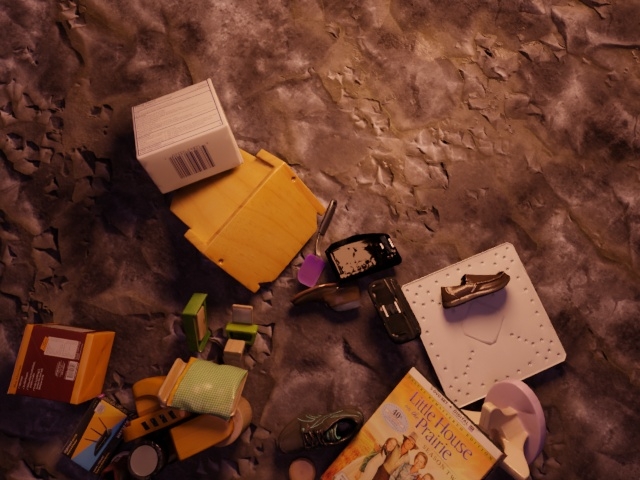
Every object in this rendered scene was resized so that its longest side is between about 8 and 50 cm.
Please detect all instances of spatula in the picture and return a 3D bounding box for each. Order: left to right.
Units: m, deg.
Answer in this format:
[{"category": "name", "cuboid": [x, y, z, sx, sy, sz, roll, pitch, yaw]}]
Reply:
[{"category": "spatula", "cuboid": [0.000, 0.000, 1.299, 0.084, 0.030, 0.297, 29, 71, -37]}]

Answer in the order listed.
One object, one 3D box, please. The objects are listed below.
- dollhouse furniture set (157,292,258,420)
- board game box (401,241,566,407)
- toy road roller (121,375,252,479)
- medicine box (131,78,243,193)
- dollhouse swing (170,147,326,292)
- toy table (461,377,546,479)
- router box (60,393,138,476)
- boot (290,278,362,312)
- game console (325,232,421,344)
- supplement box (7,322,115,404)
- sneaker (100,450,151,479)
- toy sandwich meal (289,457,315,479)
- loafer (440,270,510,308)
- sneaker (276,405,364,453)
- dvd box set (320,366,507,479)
[{"category": "dollhouse furniture set", "cuboid": [-0.293, 0.299, 1.100, 0.197, 0.302, 0.152, 6, 119, 2]}, {"category": "board game box", "cuboid": [0.494, 0.254, 1.262, 0.389, 0.050, 0.390, -22, 81, -5]}, {"category": "toy road roller", "cuboid": [-0.379, 0.475, 1.131, 0.329, 0.202, 0.241, -22, 76, -3]}, {"category": "medicine box", "cuboid": [-0.407, -0.323, 1.239, 0.263, 0.149, 0.289, -22, 51, -5]}, {"category": "dollhouse swing", "cuboid": [-0.244, -0.088, 1.303, 0.347, 0.305, 0.315, -51, 126, -9]}, {"category": "toy table", "cuboid": [0.482, 0.525, 1.104, 0.160, 0.252, 0.275, -13, 103, -29]}, {"category": "router box", "cuboid": [-0.640, 0.564, 1.186, 0.133, 0.046, 0.179, 29, 81, 4]}, {"category": "boot", "cuboid": [0.023, 0.185, 1.249, 0.219, 0.082, 0.106, -19, 78, -6]}, {"category": "game console", "cuboid": [0.171, 0.138, 1.219, 0.213, 0.044, 0.362, -16, 64, -16]}, {"category": "supplement box", "cuboid": [-0.741, 0.350, 1.180, 0.193, 0.129, 0.192, 9, 80, 1]}, {"category": "sneaker", "cuboid": [-0.502, 0.719, 1.102, 0.106, 0.162, 0.281, -44, 83, -8]}, {"category": "toy sandwich meal", "cuboid": [-0.051, 0.677, 1.188, 0.085, 0.029, 0.086, 0, 76, 2]}, {"category": "loafer", "cuboid": [0.459, 0.132, 1.215, 0.219, 0.080, 0.079, -21, 81, -5]}, {"category": "sneaker", "cuboid": [-0.002, 0.547, 1.173, 0.267, 0.106, 0.101, -20, 82, -3]}, {"category": "dvd box set", "cuboid": [0.227, 0.599, 1.074, 0.420, 0.062, 0.307, -50, 46, 1]}]
